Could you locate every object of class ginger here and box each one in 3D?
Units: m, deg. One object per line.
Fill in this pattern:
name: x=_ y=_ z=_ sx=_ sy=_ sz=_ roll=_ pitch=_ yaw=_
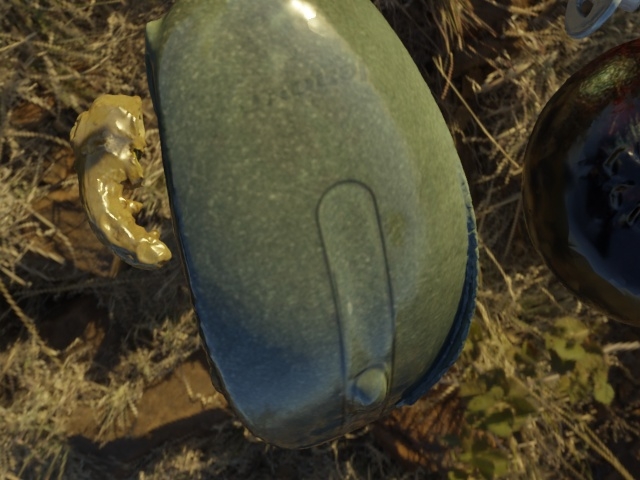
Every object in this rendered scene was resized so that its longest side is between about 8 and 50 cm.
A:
ginger: x=-0.179 y=-0.052 z=0.730 sx=0.069 sy=0.051 sz=0.173 roll=-8 pitch=77 yaw=-17

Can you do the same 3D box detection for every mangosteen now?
mangosteen: x=0.356 y=-0.051 z=0.835 sx=0.300 sy=0.300 sz=0.300 roll=1 pitch=116 yaw=2

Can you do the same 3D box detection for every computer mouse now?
computer mouse: x=0.000 y=0.002 z=0.559 sx=0.203 sy=0.114 sz=0.374 roll=-25 pitch=117 yaw=-17

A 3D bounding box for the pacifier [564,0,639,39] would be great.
pacifier: x=0.403 y=-0.445 z=1.213 sx=0.207 sy=0.227 sz=0.279 roll=21 pitch=120 yaw=-13
